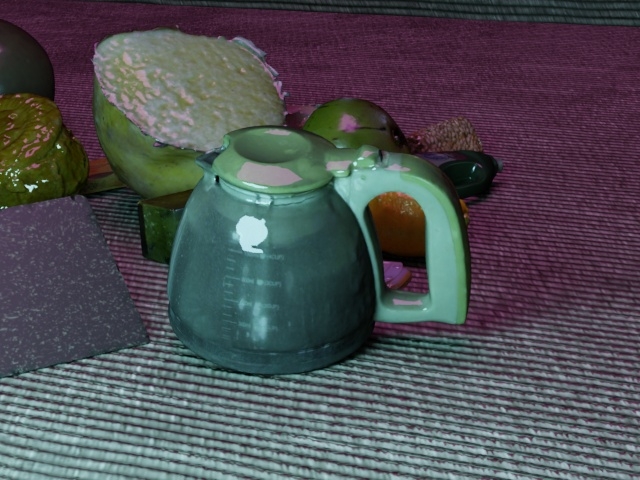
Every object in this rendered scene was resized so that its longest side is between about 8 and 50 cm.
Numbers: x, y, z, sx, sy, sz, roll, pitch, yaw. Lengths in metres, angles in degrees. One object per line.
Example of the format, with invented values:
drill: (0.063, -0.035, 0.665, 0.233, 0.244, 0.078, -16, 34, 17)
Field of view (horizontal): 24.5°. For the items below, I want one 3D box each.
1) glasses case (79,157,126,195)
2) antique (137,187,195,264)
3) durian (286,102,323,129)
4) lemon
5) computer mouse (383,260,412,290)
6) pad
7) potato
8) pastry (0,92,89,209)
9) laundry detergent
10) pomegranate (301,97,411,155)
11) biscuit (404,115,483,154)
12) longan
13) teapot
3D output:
glasses case: (-0.385, -0.087, 2.272, 0.169, 0.041, 0.064, -13, 32, -33)
antique: (-0.138, -0.033, 2.018, 0.220, 0.080, 0.081, -18, 22, -40)
durian: (-0.015, -0.158, 2.322, 0.165, 0.132, 0.182, 26, 20, 35)
lemon: (0.123, -0.033, 1.946, 0.155, 0.114, 0.114, 9, 20, 17)
computer mouse: (0.013, 0.050, 1.802, 0.199, 0.045, 0.102, 5, 21, 18)
pad: (-0.377, 0.059, 1.647, 0.330, 0.004, 0.220, -11, 60, -30)
potato: (-0.211, -0.152, 2.173, 0.300, 0.237, 0.289, 6, 49, -17)
pastry: (-0.461, -0.101, 2.146, 0.240, 0.132, 0.235, 7, 46, 31)
laundry detergent: (0.195, -0.096, 2.227, 0.210, 0.063, 0.137, -9, 23, -30)
pomegranate: (0.036, -0.094, 2.100, 0.179, 0.210, 0.179, 30, 19, -11)
biscuit: (0.193, -0.148, 2.362, 0.070, 0.082, 0.168, -20, 2, 43)
longan: (-0.562, -0.253, 2.497, 0.300, 0.243, 0.300, 34, 9, -6)
teapot: (-0.016, 0.009, 1.607, 0.321, 0.239, 0.239, 21, 37, 26)
